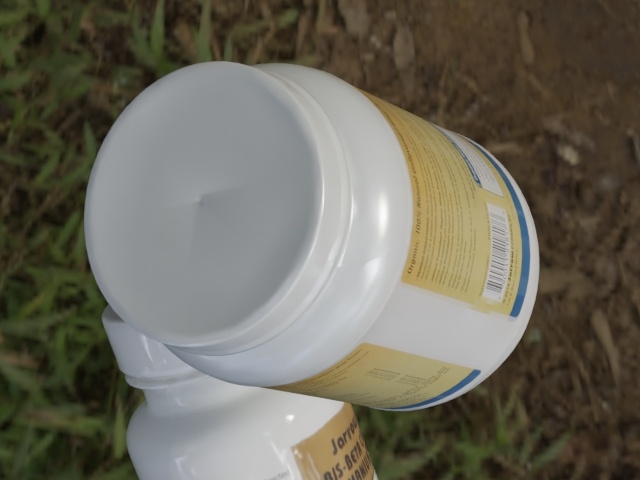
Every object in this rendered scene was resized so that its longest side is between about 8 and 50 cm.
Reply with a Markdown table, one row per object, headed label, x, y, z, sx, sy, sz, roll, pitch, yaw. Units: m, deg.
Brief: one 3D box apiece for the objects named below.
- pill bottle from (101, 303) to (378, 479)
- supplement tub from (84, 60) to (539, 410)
| label | x | y | z | sx | sy | sz | roll | pitch | yaw |
| --- | --- | --- | --- | --- | --- | --- | --- | --- | --- |
| pill bottle | -0.039 | 0.128 | 1.063 | 0.131 | 0.131 | 0.229 | -17 | 104 | 10 |
| supplement tub | 0.000 | 0.000 | 0.845 | 0.144 | 0.144 | 0.199 | -37 | 154 | 20 |
